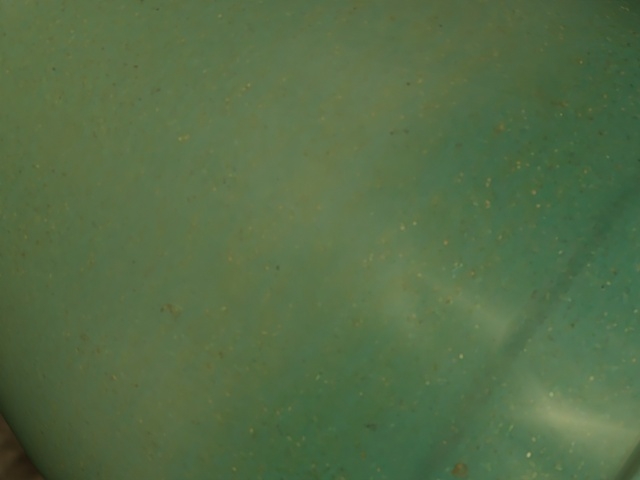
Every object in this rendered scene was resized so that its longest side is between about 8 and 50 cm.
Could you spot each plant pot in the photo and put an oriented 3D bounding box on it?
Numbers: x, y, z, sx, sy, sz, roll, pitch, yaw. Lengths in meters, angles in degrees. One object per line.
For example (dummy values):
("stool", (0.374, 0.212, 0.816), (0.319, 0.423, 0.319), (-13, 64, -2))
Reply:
("plant pot", (0.000, 0.000, 0.561), (0.255, 0.271, 0.271), (36, 63, 9))
